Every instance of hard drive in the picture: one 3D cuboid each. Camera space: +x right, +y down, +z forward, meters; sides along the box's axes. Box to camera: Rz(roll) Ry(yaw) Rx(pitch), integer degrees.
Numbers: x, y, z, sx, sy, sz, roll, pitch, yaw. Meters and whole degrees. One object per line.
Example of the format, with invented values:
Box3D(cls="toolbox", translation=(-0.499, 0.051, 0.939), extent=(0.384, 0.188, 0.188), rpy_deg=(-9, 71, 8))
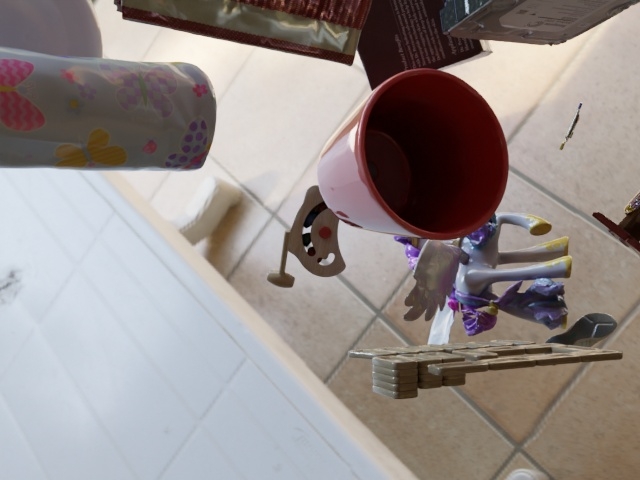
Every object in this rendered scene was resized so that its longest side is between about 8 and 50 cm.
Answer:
Box3D(cls="hard drive", translation=(0.357, -0.369, 1.073), extent=(0.339, 0.237, 0.064), rpy_deg=(163, 104, -65))

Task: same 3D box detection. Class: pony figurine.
Box3D(cls="pony figurine", translation=(0.299, 0.078, 1.491), extent=(0.364, 0.302, 0.350), rpy_deg=(4, 49, 14))

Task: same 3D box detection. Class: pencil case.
Box3D(cls="pencil case", translation=(-0.235, -0.126, 0.723), extent=(0.113, 0.273, 0.124), rpy_deg=(-47, 56, 41))

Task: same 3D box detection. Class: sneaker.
Box3D(cls="sneaker", translation=(0.480, 0.183, 1.412), extent=(0.152, 0.061, 0.053), rpy_deg=(-27, 58, -3))

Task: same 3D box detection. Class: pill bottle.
Box3D(cls="pill bottle", translation=(-0.443, -0.236, 0.951), extent=(0.408, 0.229, 0.228), rpy_deg=(14, 82, 55))

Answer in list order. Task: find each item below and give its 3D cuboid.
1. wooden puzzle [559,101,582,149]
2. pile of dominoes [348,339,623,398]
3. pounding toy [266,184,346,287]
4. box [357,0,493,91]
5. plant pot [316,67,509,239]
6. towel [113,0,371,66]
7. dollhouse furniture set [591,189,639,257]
Box3D(cls="wooden puzzle", translation=(0.565, -0.255, 1.697), extent=(0.014, 0.078, 0.116), rpy_deg=(23, 102, 15))
Box3D(cls="pile of dominoes", translation=(0.178, 0.145, 0.859), extent=(0.196, 0.251, 0.040), rpy_deg=(173, 96, -67))
Box3D(cls="pounding toy", translation=(0.000, 0.000, 1.703), extent=(0.154, 0.155, 0.269), rpy_deg=(24, 88, 2))
Box3D(cls="box", translation=(0.173, -0.372, 1.317), extent=(0.203, 0.167, 0.168), rpy_deg=(-15, 98, 21))
Box3D(cls="plant pot", translation=(0.130, -0.125, 1.265), extent=(0.243, 0.275, 0.274), rpy_deg=(-9, 66, 65))
Box3D(cls="towel", translation=(-0.037, -0.334, 0.651), extent=(0.037, 0.237, 0.328), rpy_deg=(-123, 44, -60))
Box3D(cls="dollhouse furniture set", translation=(0.647, -0.018, 1.316), extent=(0.201, 0.374, 0.152), rpy_deg=(-49, 51, 11))
